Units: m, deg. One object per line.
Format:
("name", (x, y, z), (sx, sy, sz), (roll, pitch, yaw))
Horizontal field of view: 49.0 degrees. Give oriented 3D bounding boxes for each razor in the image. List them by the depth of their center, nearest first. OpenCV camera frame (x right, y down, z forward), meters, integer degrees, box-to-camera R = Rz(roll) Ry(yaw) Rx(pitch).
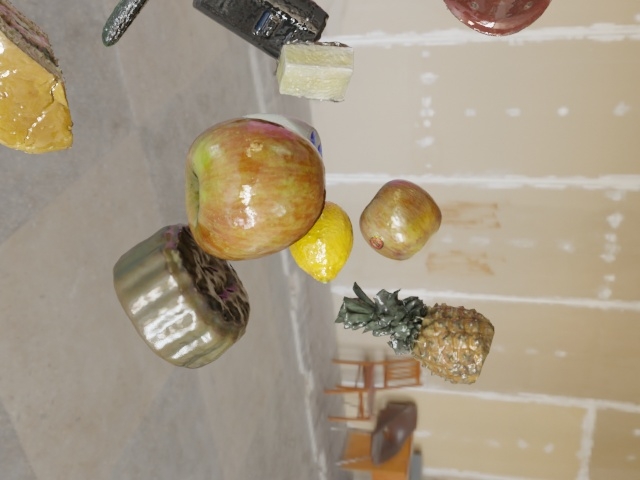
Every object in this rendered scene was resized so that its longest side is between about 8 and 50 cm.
("razor", (-0.150, -0.583, 1.784), (0.189, 0.326, 0.107), (-45, -148, 34))

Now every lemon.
("lemon", (0.000, 0.000, 1.482), (0.142, 0.142, 0.187), (55, 27, -68))

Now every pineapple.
("pineapple", (0.149, 0.143, 1.139), (0.128, 0.247, 0.128), (20, 90, -77))

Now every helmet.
("helmet", (0.458, -0.744, 1.759), (0.230, 0.337, 0.385), (84, 11, -75))

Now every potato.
("potato", (-0.010, -0.272, 1.132), (0.086, 0.122, 0.061), (108, -22, -50))

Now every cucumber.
("cucumber", (-0.430, -0.528, 1.590), (0.052, 0.215, 0.058), (24, 22, -45))

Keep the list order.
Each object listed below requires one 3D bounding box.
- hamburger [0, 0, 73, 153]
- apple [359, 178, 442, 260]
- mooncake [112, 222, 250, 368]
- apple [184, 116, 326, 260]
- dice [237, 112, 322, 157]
("hamburger", (-0.534, -0.282, 1.239), (0.282, 0.245, 0.155), (24, 25, -49))
("apple", (0.207, -0.054, 1.832), (0.211, 0.188, 0.211), (-50, 175, -6))
("mooncake", (-0.269, 0.111, 1.429), (0.290, 0.161, 0.290), (53, 13, -17))
("apple", (-0.124, -0.098, 1.345), (0.309, 0.249, 0.278), (-146, -127, -60))
("dice", (-0.137, -0.191, 1.982), (0.243, 0.251, 0.259), (52, 44, -71))
